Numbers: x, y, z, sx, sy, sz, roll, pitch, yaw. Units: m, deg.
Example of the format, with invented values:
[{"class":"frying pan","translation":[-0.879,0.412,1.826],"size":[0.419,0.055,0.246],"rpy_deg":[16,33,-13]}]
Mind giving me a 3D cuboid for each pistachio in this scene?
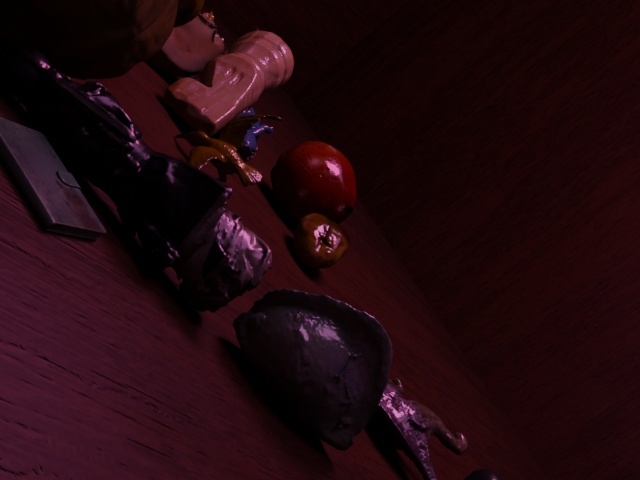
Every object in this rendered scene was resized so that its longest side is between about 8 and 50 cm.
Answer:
[{"class":"pistachio","translation":[-0.002,-0.003,1.749],"size":[0.110,0.100,0.189],"rpy_deg":[55,10,-2]}]

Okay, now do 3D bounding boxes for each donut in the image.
[{"class":"donut","translation":[-0.268,-0.513,1.756],"size":[0.307,0.370,0.150],"rpy_deg":[-2,27,-43]}]

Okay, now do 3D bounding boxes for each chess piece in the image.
[{"class":"chess piece","translation":[-0.173,-0.295,1.690],"size":[0.137,0.137,0.301],"rpy_deg":[50,40,-10]}]

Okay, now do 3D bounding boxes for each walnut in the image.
[{"class":"walnut","translation":[-0.299,-0.340,1.052],"size":[0.253,0.282,0.277],"rpy_deg":[-28,71,-41]}]

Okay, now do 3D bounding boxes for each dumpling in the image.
[{"class":"dumpling","translation":[-0.001,0.149,1.022],"size":[0.105,0.149,0.216],"rpy_deg":[-45,108,-42]}]

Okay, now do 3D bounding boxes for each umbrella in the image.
[{"class":"umbrella","translation":[-0.203,-0.069,0.963],"size":[0.357,0.113,0.106],"rpy_deg":[45,-18,-9]}]

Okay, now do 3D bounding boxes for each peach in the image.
[{"class":"peach","translation":[-0.010,-0.113,1.893],"size":[0.197,0.197,0.197],"rpy_deg":[50,9,-10]}]

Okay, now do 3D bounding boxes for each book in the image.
[{"class":"book","translation":[-0.268,-0.061,0.864],"size":[0.135,0.017,0.103],"rpy_deg":[54,9,14]}]

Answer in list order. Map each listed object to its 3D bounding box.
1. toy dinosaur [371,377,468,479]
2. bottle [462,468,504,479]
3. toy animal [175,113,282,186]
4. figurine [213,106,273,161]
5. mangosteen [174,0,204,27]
[{"class":"toy dinosaur","translation":[0.109,0.259,1.355],"size":[0.294,0.077,0.162],"rpy_deg":[40,8,20]},{"class":"bottle","translation":[0.319,0.461,1.378],"size":[0.271,0.143,0.156],"rpy_deg":[48,9,-15]},{"class":"toy animal","translation":[-0.177,-0.136,1.479],"size":[0.219,0.155,0.095],"rpy_deg":[-47,133,-42]},{"class":"figurine","translation":[-0.176,-0.223,1.768],"size":[0.144,0.114,0.178],"rpy_deg":[44,20,-35]},{"class":"mangosteen","translation":[-0.297,-0.447,1.322],"size":[0.297,0.313,0.297],"rpy_deg":[46,22,-24]}]
